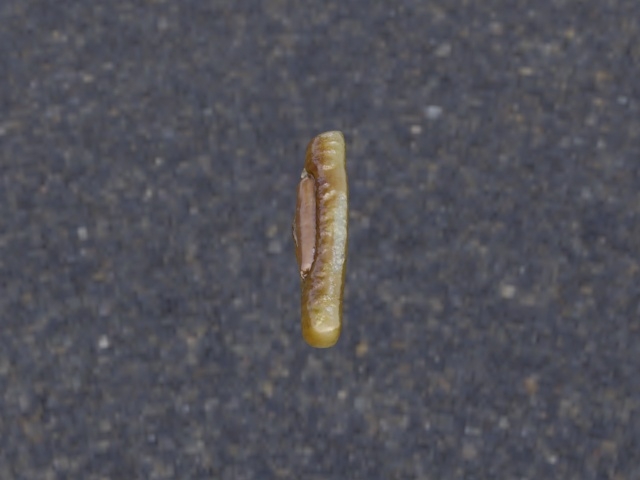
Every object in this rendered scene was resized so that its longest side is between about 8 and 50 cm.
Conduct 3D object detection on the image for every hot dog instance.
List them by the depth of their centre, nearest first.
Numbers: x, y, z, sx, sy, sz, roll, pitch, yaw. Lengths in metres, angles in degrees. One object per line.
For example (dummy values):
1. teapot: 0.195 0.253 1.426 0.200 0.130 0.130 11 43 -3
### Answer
1. hot dog: -0.001 0.000 1.011 0.028 0.044 0.137 6 71 -16
